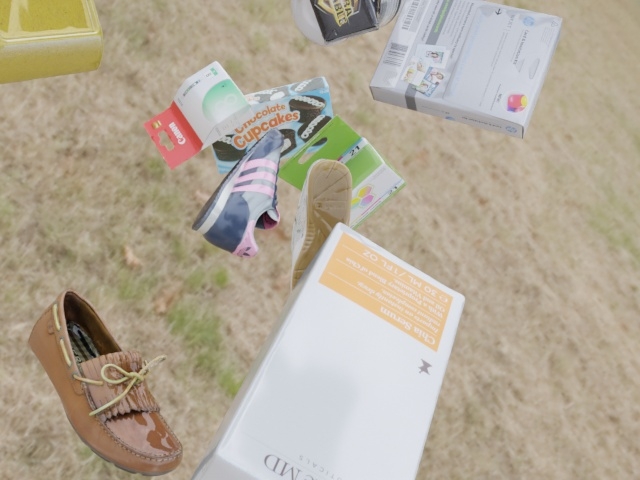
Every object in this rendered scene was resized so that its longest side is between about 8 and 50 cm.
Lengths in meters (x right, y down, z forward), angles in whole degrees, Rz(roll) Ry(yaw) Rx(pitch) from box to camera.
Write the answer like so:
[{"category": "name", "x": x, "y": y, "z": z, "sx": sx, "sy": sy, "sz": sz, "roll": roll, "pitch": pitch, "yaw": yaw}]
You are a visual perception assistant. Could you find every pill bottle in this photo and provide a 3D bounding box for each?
[{"category": "pill bottle", "x": 0.079, "y": -0.527, "z": 1.776, "sx": 0.161, "sy": 0.161, "sz": 0.283, "roll": 49, "pitch": 44, "yaw": 6}]

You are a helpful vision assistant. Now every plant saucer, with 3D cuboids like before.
[{"category": "plant saucer", "x": -0.500, "y": -0.438, "z": 1.365, "sx": 0.333, "sy": 0.081, "sz": 0.332, "roll": -30, "pitch": 109, "yaw": -56}]

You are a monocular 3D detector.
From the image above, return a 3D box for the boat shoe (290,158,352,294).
[{"category": "boat shoe", "x": 0.000, "y": 0.000, "z": 1.384, "sx": 0.098, "sy": 0.277, "sz": 0.096, "roll": 6, "pitch": 9, "yaw": -15}]

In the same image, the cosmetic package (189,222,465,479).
[{"category": "cosmetic package", "x": 0.021, "y": 0.201, "z": 1.089, "sx": 0.230, "sy": 0.161, "sz": 0.453, "roll": 30, "pitch": 41, "yaw": -3}]

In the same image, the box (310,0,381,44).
[{"category": "box", "x": -0.003, "y": -0.410, "z": 0.912, "sx": 0.293, "sy": 0.073, "sz": 0.295, "roll": -85, "pitch": 155, "yaw": -56}]

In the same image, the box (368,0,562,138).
[{"category": "box", "x": 0.170, "y": -0.212, "z": 0.965, "sx": 0.186, "sy": 0.145, "sz": 0.038, "roll": 17, "pitch": -14, "yaw": 19}]

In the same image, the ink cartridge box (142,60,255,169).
[{"category": "ink cartridge box", "x": -0.283, "y": -0.285, "z": 1.850, "sx": 0.181, "sy": 0.225, "sz": 0.056, "roll": 54, "pitch": -7, "yaw": 36}]

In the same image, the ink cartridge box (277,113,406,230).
[{"category": "ink cartridge box", "x": 0.045, "y": -0.133, "z": 1.771, "sx": 0.097, "sy": 0.189, "sz": 0.255, "roll": 54, "pitch": 12, "yaw": 29}]

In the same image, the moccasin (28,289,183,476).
[{"category": "moccasin", "x": -0.339, "y": 0.224, "z": 1.337, "sx": 0.139, "sy": 0.147, "sz": 0.380, "roll": 9, "pitch": 29, "yaw": -46}]

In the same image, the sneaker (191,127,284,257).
[{"category": "sneaker", "x": -0.124, "y": -0.088, "z": 1.574, "sx": 0.131, "sy": 0.112, "sz": 0.319, "roll": 38, "pitch": 48, "yaw": -10}]

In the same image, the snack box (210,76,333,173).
[{"category": "snack box", "x": -0.127, "y": -0.292, "z": 2.108, "sx": 0.060, "sy": 0.322, "sz": 0.187, "roll": -108, "pitch": -174, "yaw": -48}]
